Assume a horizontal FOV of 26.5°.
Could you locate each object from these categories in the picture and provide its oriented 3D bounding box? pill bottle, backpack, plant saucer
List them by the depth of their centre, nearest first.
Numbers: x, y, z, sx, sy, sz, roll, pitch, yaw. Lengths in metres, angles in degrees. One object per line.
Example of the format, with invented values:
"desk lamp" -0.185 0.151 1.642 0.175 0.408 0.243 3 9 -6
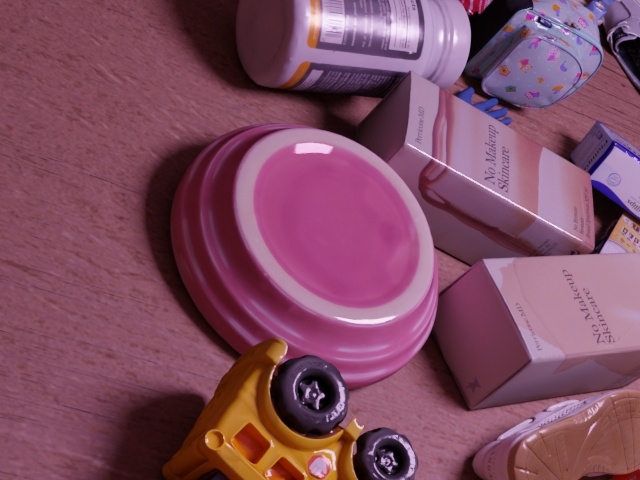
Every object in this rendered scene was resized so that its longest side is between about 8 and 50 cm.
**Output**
"plant saucer" 0.000 0.000 1.507 0.332 0.084 0.332 17 52 -23
"pill bottle" 0.044 -0.266 1.746 0.278 0.162 0.162 1 54 -33
"backpack" 0.324 -0.282 2.017 0.188 0.166 0.144 12 49 -29

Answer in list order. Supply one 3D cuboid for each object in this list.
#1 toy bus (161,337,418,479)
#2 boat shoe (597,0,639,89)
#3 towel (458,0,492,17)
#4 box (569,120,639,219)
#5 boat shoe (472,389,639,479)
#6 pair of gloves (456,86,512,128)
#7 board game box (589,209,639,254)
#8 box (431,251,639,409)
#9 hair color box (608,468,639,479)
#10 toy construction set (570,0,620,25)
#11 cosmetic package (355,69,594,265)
"toy bus" -0.038 0.236 1.260 0.220 0.149 0.211 43 51 -4
"boat shoe" 0.535 -0.343 2.327 0.081 0.079 0.227 -6 63 -49
"towel" 0.237 -0.427 2.186 0.275 0.031 0.199 34 40 -12
"box" 0.446 -0.099 1.996 0.126 0.072 0.137 34 17 -12
"boat shoe" 0.288 0.227 1.572 0.277 0.096 0.098 -6 92 -39
"pair of gloves" 0.243 -0.135 1.929 0.159 0.023 0.198 -12 64 -48
"board game box" 0.484 0.085 1.918 0.243 0.042 0.165 44 38 1
"box" 0.291 0.106 1.667 0.311 0.121 0.148 -3 59 -43
"hair color box" 0.436 0.330 1.642 0.093 0.053 0.167 -23 73 -49
"toy construction set" 0.380 -0.516 2.306 0.327 0.151 0.215 48 33 -12
"cosmetic package" 0.196 -0.070 1.740 0.296 0.129 0.153 26 44 -20
